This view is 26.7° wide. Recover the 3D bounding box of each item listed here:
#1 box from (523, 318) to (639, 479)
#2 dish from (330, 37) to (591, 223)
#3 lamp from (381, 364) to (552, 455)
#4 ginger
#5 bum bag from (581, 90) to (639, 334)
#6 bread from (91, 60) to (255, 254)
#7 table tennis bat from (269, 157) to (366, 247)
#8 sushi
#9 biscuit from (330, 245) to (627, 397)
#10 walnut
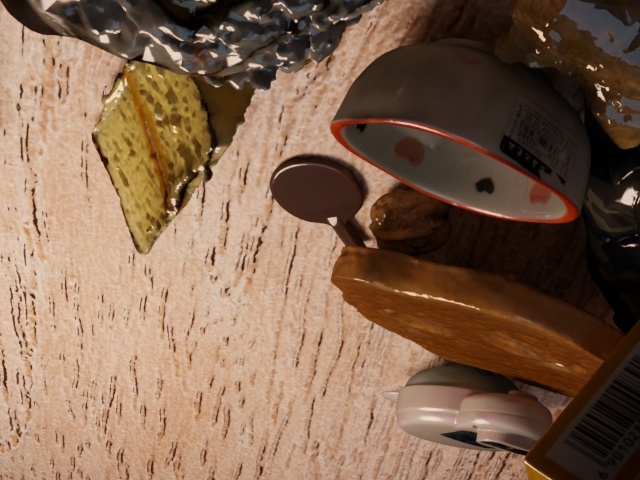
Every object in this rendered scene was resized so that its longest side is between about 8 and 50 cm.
[{"bbox_3d":[0.394,0.172,1.442,0.115,0.415,0.264,30,156,33],"label":"box"},{"bbox_3d":[0.147,-0.115,1.307,0.256,0.117,0.256,21,170,4],"label":"dish"},{"bbox_3d":[0.204,0.218,1.772,0.179,0.108,0.246,16,168,-30],"label":"lamp"},{"bbox_3d":[0.245,-0.223,1.171,0.270,0.123,0.219,39,113,-21],"label":"ginger"},{"bbox_3d":[0.321,-0.028,1.409,0.095,0.144,0.340,-18,140,3],"label":"bum bag"},{"bbox_3d":[-0.152,-0.117,1.426,0.178,0.141,0.266,56,141,8],"label":"bread"},{"bbox_3d":[0.000,0.000,1.540,0.107,0.119,0.170,-11,138,27],"label":"table tennis bat"},{"bbox_3d":[-0.115,-0.307,1.108,0.417,0.176,0.418,8,137,8],"label":"sushi"},{"bbox_3d":[0.206,0.098,1.564,0.365,0.062,0.385,13,166,27],"label":"biscuit"},{"bbox_3d":[0.100,-0.020,1.525,0.096,0.082,0.079,-5,113,23],"label":"walnut"}]
